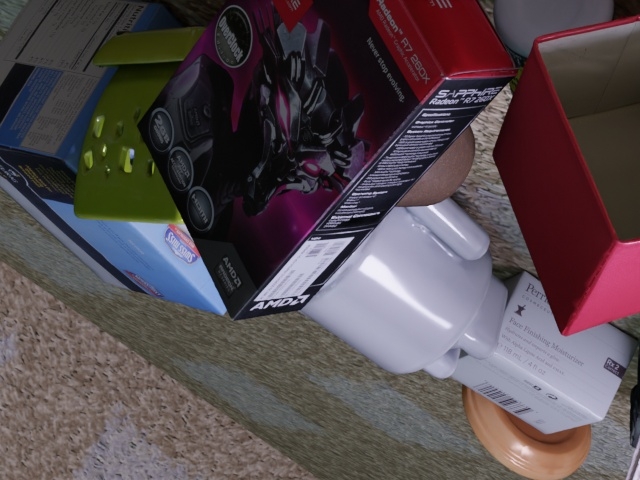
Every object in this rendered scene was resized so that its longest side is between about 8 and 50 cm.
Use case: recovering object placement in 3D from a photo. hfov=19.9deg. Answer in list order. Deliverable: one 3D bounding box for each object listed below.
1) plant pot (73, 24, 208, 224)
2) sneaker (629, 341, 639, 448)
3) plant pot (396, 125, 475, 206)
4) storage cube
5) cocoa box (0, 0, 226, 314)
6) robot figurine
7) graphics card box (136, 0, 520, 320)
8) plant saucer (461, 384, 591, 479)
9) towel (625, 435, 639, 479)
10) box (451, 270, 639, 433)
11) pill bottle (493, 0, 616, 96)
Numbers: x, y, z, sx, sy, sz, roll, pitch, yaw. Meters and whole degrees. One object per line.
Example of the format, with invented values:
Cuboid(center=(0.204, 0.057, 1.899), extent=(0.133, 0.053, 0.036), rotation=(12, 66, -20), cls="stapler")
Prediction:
Cuboid(center=(-0.117, -0.120, 1.956), extent=(0.228, 0.207, 0.227), rotation=(-1, -176, -37), cls="plant pot")
Cuboid(center=(0.442, 0.188, 2.273), extent=(0.106, 0.101, 0.267), rotation=(3, 158, 8), cls="sneaker")
Cuboid(center=(0.048, -0.122, 1.839), extent=(0.215, 0.215, 0.230), rotation=(11, 169, 42), cls="plant pot")
Cuboid(center=(0.268, -0.059, 1.496), extent=(0.184, 0.215, 0.193), rotation=(-14, 156, -12), cls="storage cube")
Cuboid(center=(-0.226, -0.105, 2.190), extent=(0.228, 0.231, 0.347), rotation=(13, 156, 40), cls="cocoa box")
Cuboid(center=(0.061, 0.022, 2.166), extent=(0.353, 0.199, 0.300), rotation=(37, 134, -24), cls="robot figurine")
Cuboid(center=(-0.007, -0.124, 1.605), extent=(0.371, 0.094, 0.233), rotation=(-48, 61, 43), cls="graphics card box")
Cuboid(center=(0.282, 0.225, 2.441), extent=(0.200, 0.200, 0.037), rotation=(31, 133, -9), cls="plant saucer")
Cuboid(center=(0.466, 0.223, 1.738), extent=(0.332, 0.317, 0.053), rotation=(22, -154, 23), cls="towel")
Cuboid(center=(0.273, 0.146, 2.322), extent=(0.181, 0.119, 0.182), rotation=(31, 161, -8), cls="box")
Cuboid(center=(0.213, -0.159, 1.607), extent=(0.103, 0.103, 0.184), rotation=(21, 160, 23), cls="pill bottle")
